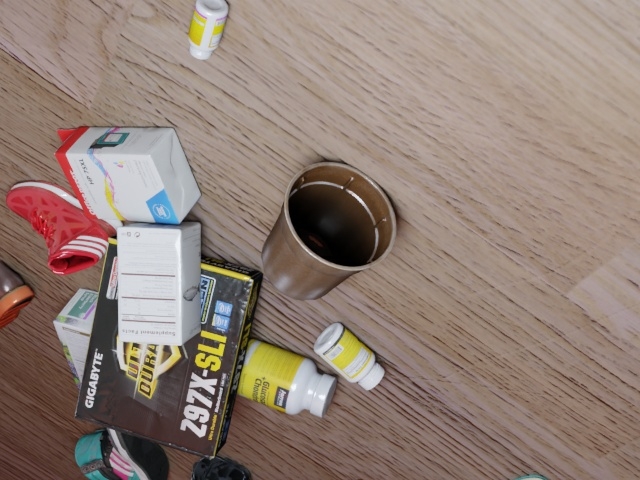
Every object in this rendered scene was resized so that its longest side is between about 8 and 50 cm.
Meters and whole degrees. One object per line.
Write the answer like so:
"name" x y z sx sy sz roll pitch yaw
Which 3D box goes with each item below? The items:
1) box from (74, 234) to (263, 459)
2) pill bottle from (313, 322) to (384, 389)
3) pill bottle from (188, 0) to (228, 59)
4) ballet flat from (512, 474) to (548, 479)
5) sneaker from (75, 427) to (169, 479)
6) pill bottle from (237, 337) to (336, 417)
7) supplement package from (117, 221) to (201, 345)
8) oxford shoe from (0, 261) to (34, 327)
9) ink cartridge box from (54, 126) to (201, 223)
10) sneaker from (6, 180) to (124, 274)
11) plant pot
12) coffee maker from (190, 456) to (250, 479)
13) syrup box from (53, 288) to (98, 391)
"box" -0.256 0.176 1.583 0.257 0.079 0.322 15 100 8
"pill bottle" 0.050 0.196 1.578 0.116 0.065 0.065 43 136 -14
"pill bottle" -0.150 -0.280 1.244 0.043 0.043 0.083 28 138 2
"ballet flat" 0.325 0.499 1.708 0.086 0.086 0.248 37 137 -8
"sneaker" -0.457 0.435 2.052 0.178 0.124 0.295 -1 132 17
"pill bottle" -0.070 0.245 1.662 0.184 0.103 0.103 18 137 12
"supplement package" -0.250 0.064 1.474 0.105 0.105 0.179 2 98 9
"oxford shoe" -0.664 0.127 1.900 0.271 0.097 0.098 -35 89 41
"ink cartridge box" -0.319 -0.104 1.481 0.231 0.078 0.134 3 132 27
"sneaker" -0.458 -0.021 1.599 0.221 0.128 0.087 15 135 14
"plant pot" 0.000 0.000 1.358 0.167 0.167 0.165 33 146 -4
"coffee maker" -0.215 0.555 2.050 0.171 0.120 0.178 12 142 -16
"syrup box" -0.428 0.212 1.834 0.096 0.093 0.237 12 135 19
